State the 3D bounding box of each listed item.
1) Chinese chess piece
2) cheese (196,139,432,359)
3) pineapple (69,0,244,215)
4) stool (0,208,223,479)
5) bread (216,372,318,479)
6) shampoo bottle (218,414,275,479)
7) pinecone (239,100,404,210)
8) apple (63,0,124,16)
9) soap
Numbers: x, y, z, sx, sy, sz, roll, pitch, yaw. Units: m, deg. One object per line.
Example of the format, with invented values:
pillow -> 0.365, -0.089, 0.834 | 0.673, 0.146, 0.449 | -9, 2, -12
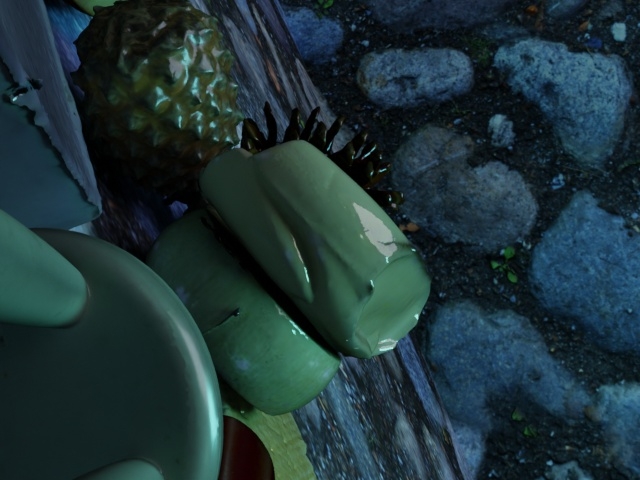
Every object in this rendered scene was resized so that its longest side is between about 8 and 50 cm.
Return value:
Chinese chess piece -> -0.081, 0.069, 1.044 | 0.237, 0.092, 0.238 | 51, 2, -2
cheese -> 0.000, 0.000, 1.046 | 0.233, 0.127, 0.266 | 47, -1, 21
pineapple -> -0.147, -0.091, 1.113 | 0.361, 0.175, 0.175 | 75, -1, -46
stool -> -0.160, 0.084, 0.423 | 0.195, 0.195, 0.199 | 67, 11, 10
bread -> -0.059, 0.224, 1.070 | 0.251, 0.039, 0.181 | 47, 20, -61
shampoo bottle -> -0.077, 0.250, 0.830 | 0.102, 0.064, 0.260 | 61, 10, -22
pinecone -> -0.012, -0.065, 1.480 | 0.264, 0.264, 0.264 | 61, 10, -19
apple -> -0.262, -0.375, 1.101 | 0.346, 0.179, 0.254 | 84, -1, -67
soap -> -0.250, -0.179, 0.667 | 0.296, 0.107, 0.285 | 81, -10, -63
